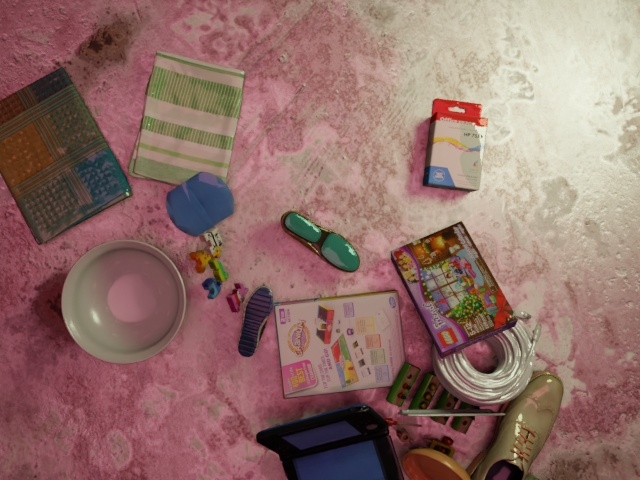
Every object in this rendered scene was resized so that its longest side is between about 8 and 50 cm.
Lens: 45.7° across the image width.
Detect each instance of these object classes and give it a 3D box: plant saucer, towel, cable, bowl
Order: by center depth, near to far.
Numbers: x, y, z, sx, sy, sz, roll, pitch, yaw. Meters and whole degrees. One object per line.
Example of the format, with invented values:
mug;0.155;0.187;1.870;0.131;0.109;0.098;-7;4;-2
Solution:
bowl;-0.469;0.145;1.859;0.298;0.134;0.297;0;90;-3
plant saucer;0.294;0.579;1.873;0.200;0.200;0.037;42;57;-2
cable;0.401;0.280;1.878;0.257;0.089;0.257;17;68;-1
towel;-0.671;-0.211;1.902;0.272;0.040;0.370;-29;89;-3
towel;-0.336;-0.296;1.913;0.248;0.038;0.324;12;89;-3

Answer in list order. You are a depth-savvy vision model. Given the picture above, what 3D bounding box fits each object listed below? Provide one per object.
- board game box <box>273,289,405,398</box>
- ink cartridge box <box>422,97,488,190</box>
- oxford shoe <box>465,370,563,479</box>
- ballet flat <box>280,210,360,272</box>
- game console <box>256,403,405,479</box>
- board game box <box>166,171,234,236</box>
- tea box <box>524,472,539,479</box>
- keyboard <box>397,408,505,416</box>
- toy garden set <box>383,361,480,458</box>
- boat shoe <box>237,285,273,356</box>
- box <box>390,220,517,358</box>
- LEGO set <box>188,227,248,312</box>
board game box;0.050;0.259;1.913;0.317;0.064;0.242;-5;90;-2
ink cartridge box;0.342;-0.245;1.917;0.134;0.078;0.230;7;89;-2
oxford shoe;0.499;0.511;1.888;0.141;0.146;0.396;29;89;-2
ballet flat;0.000;0.000;1.910;0.232;0.073;0.080;37;80;-8
game console;0.027;0.536;1.827;0.293;0.250;0.173;-19;57;13
board game box;-0.301;-0.095;1.902;0.169;0.033;0.133;-32;106;6
tea box;0.563;0.787;1.802;0.220;0.323;0.329;-36;90;-2
keyboard;0.318;0.421;1.842;0.256;0.072;0.014;3;87;-15
toy garden set;0.273;0.443;1.895;0.244;0.049;0.203;25;95;-19
boat shoe;-0.166;0.198;1.903;0.066;0.066;0.183;20;95;0
box;0.323;0.117;1.863;0.201;0.057;0.293;-23;64;-4
LEGO set;-0.255;0.060;1.891;0.087;0.093;0.227;-2;121;31
